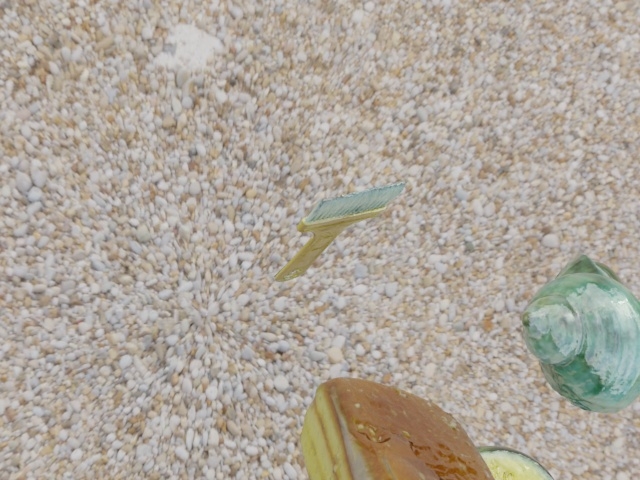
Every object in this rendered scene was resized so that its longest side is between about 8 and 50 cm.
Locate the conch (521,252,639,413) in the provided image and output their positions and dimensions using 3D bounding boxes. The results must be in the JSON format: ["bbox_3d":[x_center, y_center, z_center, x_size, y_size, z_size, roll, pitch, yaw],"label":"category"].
[{"bbox_3d":[0.282,0.092,0.663,0.122,0.188,0.176,-8,72,24],"label":"conch"}]

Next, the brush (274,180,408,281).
[{"bbox_3d":[0.000,0.000,0.583,0.082,0.218,0.010,-13,74,-25],"label":"brush"}]

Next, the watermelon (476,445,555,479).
[{"bbox_3d":[0.239,0.392,0.906,0.232,0.127,0.204,-14,90,-8],"label":"watermelon"}]

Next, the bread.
[{"bbox_3d":[0.088,0.247,0.625,0.184,0.234,0.110,18,109,-23],"label":"bread"}]
